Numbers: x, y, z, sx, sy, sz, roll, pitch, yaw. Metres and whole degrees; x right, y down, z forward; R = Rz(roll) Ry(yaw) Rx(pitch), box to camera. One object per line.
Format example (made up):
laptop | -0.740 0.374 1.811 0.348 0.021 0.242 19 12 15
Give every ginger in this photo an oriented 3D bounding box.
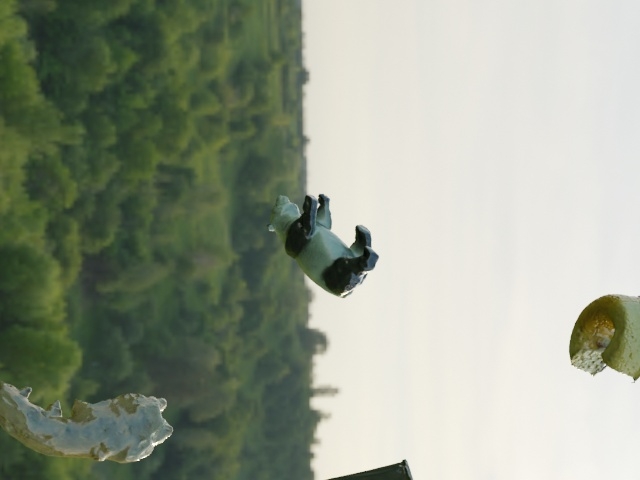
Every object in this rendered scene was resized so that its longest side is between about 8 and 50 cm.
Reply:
ginger | -0.225 0.171 1.068 0.051 0.173 0.069 130 -34 -53

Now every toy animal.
toy animal | 0.000 0.000 1.923 0.121 0.225 0.094 -53 163 17

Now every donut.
donut | 0.475 0.152 1.865 0.181 0.078 0.146 171 -65 -74

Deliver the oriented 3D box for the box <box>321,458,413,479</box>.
box | 0.081 0.436 1.564 0.231 0.149 0.155 -103 180 -69
